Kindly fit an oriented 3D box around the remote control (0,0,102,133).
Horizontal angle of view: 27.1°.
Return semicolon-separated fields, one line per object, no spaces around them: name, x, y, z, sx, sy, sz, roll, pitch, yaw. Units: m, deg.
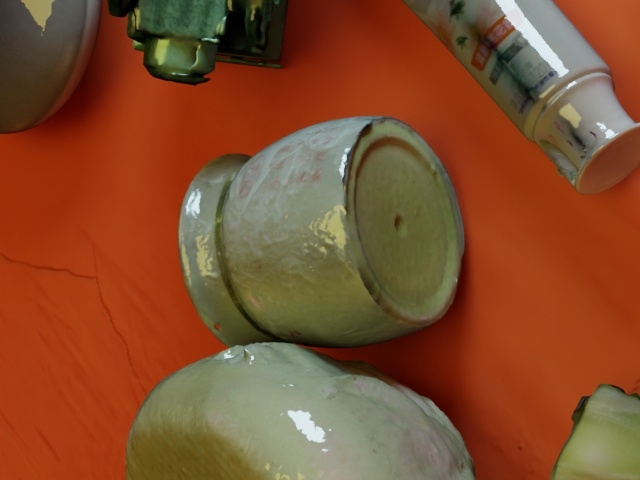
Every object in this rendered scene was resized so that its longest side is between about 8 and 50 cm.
remote control;-0.260;-0.250;1.065;0.221;0.103;0.332;-16;83;46

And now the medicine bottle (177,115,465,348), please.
medicine bottle;0.000;0.000;0.869;0.143;0.147;0.147;-14;83;36

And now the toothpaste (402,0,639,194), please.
toothpaste;0.095;-0.164;0.859;0.100;0.066;0.323;-53;57;29

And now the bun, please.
bun;0.009;0.182;0.852;0.283;0.179;0.283;29;131;41

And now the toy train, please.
toy train;-0.068;-0.252;0.880;0.120;0.202;0.301;7;95;0

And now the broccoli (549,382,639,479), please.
broccoli;0.272;0.178;0.670;0.361;0.221;0.252;-17;74;43
